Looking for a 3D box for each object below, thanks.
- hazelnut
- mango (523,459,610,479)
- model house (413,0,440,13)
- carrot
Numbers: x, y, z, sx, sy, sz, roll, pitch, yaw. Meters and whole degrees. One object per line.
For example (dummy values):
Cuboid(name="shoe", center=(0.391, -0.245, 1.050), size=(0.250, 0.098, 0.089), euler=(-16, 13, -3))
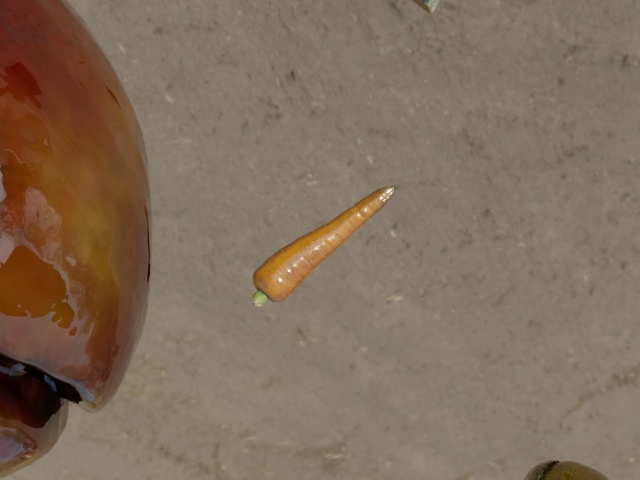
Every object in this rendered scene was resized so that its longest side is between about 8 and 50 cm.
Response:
Cuboid(name="hazelnut", center=(-0.300, -0.038, 0.567), size=(0.402, 0.403, 0.429), euler=(24, 168, -36))
Cuboid(name="mango", center=(0.164, 0.177, 0.484), size=(0.063, 0.077, 0.127), euler=(-38, 94, 1))
Cuboid(name="model house", center=(0.178, -0.446, 1.373), size=(0.101, 0.087, 0.100), euler=(-47, 170, -17))
Cuboid(name="carrot", center=(0.000, 0.000, 1.158), size=(0.256, 0.061, 0.061), euler=(-41, 137, -3))
